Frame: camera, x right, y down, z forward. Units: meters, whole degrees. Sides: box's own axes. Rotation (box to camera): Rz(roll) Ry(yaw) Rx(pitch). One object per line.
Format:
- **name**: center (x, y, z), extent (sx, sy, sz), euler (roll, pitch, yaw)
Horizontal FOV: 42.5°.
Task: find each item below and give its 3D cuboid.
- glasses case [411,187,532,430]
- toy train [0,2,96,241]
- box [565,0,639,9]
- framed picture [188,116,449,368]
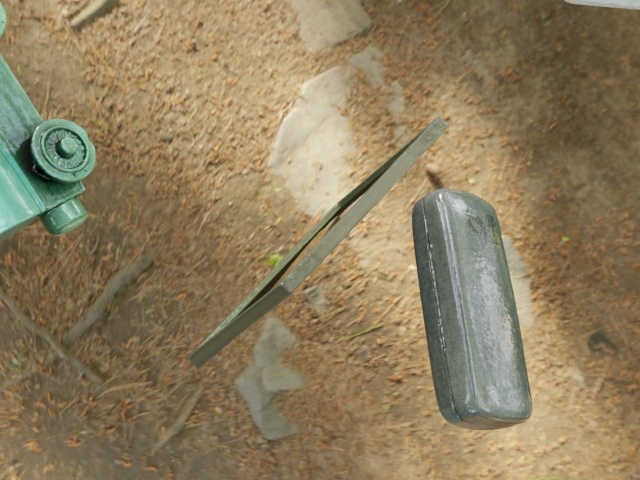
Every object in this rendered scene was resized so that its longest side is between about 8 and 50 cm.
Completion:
- **glasses case**: center (0.200, 0.088, 1.101), extent (0.131, 0.074, 0.323), euler (15, 60, -38)
- **toy train**: center (-0.295, -0.099, 0.663), extent (0.159, 0.101, 0.248), euler (-36, 97, -44)
- **box**: center (0.285, -0.240, 0.602), extent (0.274, 0.203, 0.116), euler (4, 120, -7)
- **framed picture**: center (0.000, 0.000, 1.270), extent (0.028, 0.326, 0.446), euler (46, 52, -3)
